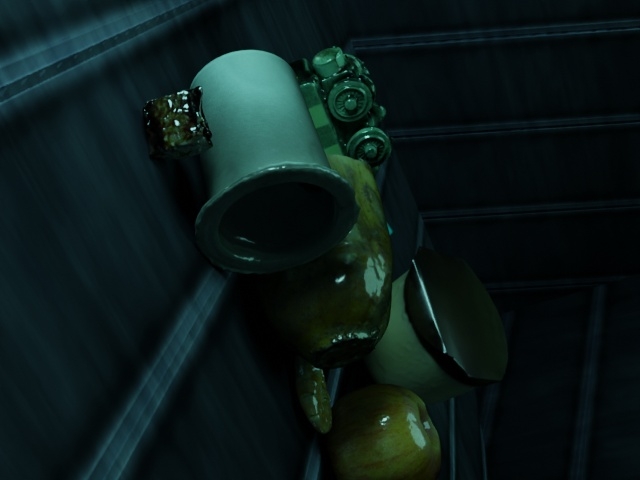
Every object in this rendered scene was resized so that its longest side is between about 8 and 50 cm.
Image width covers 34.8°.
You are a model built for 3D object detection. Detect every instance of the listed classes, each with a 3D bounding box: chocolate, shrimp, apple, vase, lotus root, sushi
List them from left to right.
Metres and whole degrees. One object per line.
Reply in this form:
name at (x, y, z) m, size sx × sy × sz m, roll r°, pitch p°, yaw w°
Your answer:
sushi at (-0.192, -0.158, 1.414) m, size 0.094 × 0.098 × 0.084 m, roll 32°, pitch 44°, yaw -78°
vase at (-0.098, -0.128, 1.555) m, size 0.245 × 0.245 × 0.291 m, roll 56°, pitch 12°, yaw -52°
shrimp at (-0.015, 0.233, 1.764) m, size 0.115 × 0.051 × 0.217 m, roll 65°, pitch 13°, yaw -58°
lotus root at (0.006, 0.042, 1.690) m, size 0.250 × 0.250 × 0.346 m, roll 53°, pitch 23°, yaw -57°
apple at (0.110, 0.358, 1.816) m, size 0.211 × 0.187 × 0.211 m, roll -21°, pitch 90°, yaw -79°
chocolate at (0.226, 0.225, 2.305) m, size 0.326 × 0.297 × 0.314 m, roll 16°, pitch 48°, yaw -54°

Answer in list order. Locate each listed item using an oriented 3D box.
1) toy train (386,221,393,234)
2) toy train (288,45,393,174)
toy train at (0.065, -0.047, 2.216) m, size 0.154 × 0.107 × 0.198 m, roll 50°, pitch -10°, yaw -32°
toy train at (0.016, -0.246, 2.105) m, size 0.167 × 0.238 × 0.299 m, roll -102°, pitch 170°, yaw -57°
